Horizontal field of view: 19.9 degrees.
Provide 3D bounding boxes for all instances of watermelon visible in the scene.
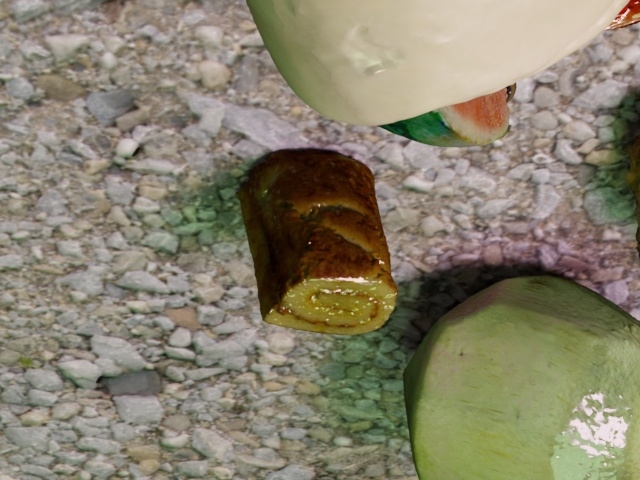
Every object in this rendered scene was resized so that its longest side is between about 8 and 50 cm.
[{"bbox_3d":[0.066,-0.138,1.638,0.146,0.128,0.231,-7,144,29],"label":"watermelon"}]

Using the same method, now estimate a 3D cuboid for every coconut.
[{"bbox_3d":[0.227,0.177,1.945,0.328,0.281,0.328,18,176,1],"label":"coconut"}]

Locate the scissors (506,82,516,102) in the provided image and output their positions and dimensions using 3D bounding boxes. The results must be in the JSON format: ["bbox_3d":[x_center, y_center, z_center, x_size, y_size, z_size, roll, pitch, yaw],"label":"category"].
[{"bbox_3d":[0.166,-0.200,1.658,0.088,0.017,0.220,7,138,-16],"label":"scissors"}]

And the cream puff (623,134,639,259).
[{"bbox_3d":[0.404,-0.049,1.806,0.241,0.155,0.269,-31,144,30],"label":"cream puff"}]

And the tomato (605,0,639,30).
[{"bbox_3d":[0.252,-0.254,1.571,0.155,0.069,0.156,-9,145,-6],"label":"tomato"}]

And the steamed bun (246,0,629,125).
[{"bbox_3d":[0.115,-0.328,1.256,0.456,0.290,0.371,-32,141,-7],"label":"steamed bun"}]

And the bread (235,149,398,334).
[{"bbox_3d":[0.000,0.000,1.736,0.132,0.172,0.103,6,136,-20],"label":"bread"}]
